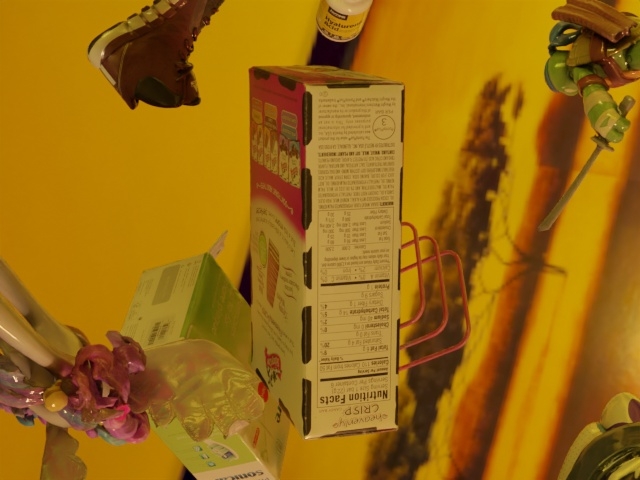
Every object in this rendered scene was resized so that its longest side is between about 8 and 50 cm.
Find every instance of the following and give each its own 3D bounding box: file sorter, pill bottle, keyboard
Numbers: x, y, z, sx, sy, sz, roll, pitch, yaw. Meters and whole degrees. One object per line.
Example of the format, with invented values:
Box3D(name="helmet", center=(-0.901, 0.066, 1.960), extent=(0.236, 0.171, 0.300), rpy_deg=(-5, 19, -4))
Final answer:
Box3D(name="file sorter", center=(0.089, 0.069, 1.792), extent=(0.290, 0.182, 0.202), rpy_deg=(30, -137, -43))
Box3D(name="pill bottle", center=(0.032, -0.306, 1.401), extent=(0.116, 0.065, 0.065), rpy_deg=(114, 179, -71))
Box3D(name="keyboard", center=(-0.236, 0.086, 1.840), extent=(0.256, 0.014, 0.072), rpy_deg=(-52, -8, -22))

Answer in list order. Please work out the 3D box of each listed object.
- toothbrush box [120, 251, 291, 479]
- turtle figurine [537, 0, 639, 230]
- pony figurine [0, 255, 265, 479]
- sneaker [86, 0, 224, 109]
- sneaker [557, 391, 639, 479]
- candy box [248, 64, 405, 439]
Box3D(name="toothbrush box", center=(-0.157, 0.192, 1.573), extent=(0.283, 0.122, 0.206), rpy_deg=(59, -152, -34))
Box3D(name="turtle figurine", center=(0.382, -0.162, 1.226), extent=(0.197, 0.266, 0.275), rpy_deg=(8, -109, -33))
Box3D(name="pony figurine", center=(-0.263, 0.155, 1.171), extent=(0.303, 0.351, 0.363), rpy_deg=(-45, -56, 0))
Box3D(name="sneaker", center=(-0.194, -0.293, 1.653), extent=(0.162, 0.281, 0.106), rpy_deg=(58, -172, -8))
Box3D(name="sneaker", center=(0.247, 0.168, 0.782), extent=(0.236, 0.130, 0.323), rpy_deg=(-98, 15, -50))
Box3D(name="candy box", center=(0.000, 0.000, 0.768), extent=(0.071, 0.159, 0.233), rpy_deg=(-3, -77, -16))
